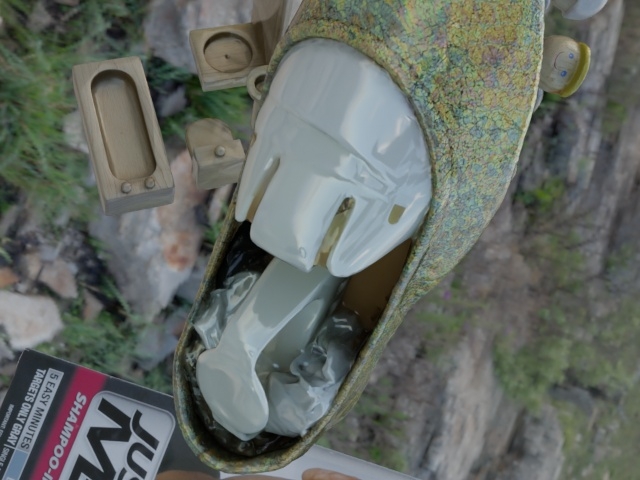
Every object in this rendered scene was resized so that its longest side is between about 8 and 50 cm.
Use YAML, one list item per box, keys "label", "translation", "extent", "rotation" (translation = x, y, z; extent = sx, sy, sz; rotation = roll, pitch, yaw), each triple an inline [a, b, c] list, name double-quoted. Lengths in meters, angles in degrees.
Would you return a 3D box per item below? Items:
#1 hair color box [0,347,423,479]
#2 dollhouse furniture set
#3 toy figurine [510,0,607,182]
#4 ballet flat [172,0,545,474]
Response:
- label: "hair color box"
  translation: [-0.077, 0.230, 0.809]
  extent: [0.113, 0.374, 0.185]
  rotation: [69, 39, -70]
- label: "dollhouse furniture set"
  translation: [-0.090, -0.120, 0.747]
  extent: [0.151, 0.144, 0.123]
  rotation: [-11, 156, -15]
- label: "toy figurine"
  translation: [0.162, -0.166, 0.991]
  extent: [0.213, 0.148, 0.210]
  rotation: [-60, -173, 43]
- label: "ballet flat"
  translation: [0.000, 0.000, 0.500]
  extent: [0.123, 0.123, 0.349]
  rotation: [-37, 159, -40]
